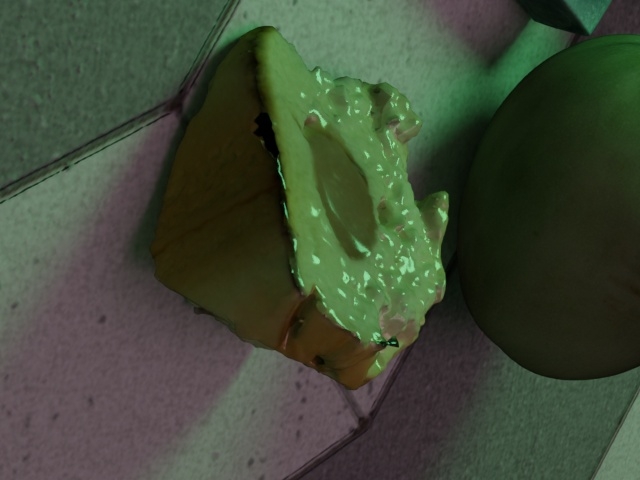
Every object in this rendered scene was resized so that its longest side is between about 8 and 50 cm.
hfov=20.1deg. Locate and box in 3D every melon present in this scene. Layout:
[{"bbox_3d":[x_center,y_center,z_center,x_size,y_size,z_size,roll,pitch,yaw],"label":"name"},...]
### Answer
[{"bbox_3d":[0.245,-0.029,1.498,0.271,0.272,0.308,-23,140,-38],"label":"melon"}]

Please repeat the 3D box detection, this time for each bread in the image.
[{"bbox_3d":[0.008,-0.008,1.290,0.183,0.211,0.224,22,97,-42],"label":"bread"}]

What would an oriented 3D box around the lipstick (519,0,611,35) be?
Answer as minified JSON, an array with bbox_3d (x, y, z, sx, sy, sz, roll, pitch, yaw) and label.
[{"bbox_3d":[0.139,-0.276,1.412,0.068,0.066,0.317,-58,138,-9],"label":"lipstick"}]
